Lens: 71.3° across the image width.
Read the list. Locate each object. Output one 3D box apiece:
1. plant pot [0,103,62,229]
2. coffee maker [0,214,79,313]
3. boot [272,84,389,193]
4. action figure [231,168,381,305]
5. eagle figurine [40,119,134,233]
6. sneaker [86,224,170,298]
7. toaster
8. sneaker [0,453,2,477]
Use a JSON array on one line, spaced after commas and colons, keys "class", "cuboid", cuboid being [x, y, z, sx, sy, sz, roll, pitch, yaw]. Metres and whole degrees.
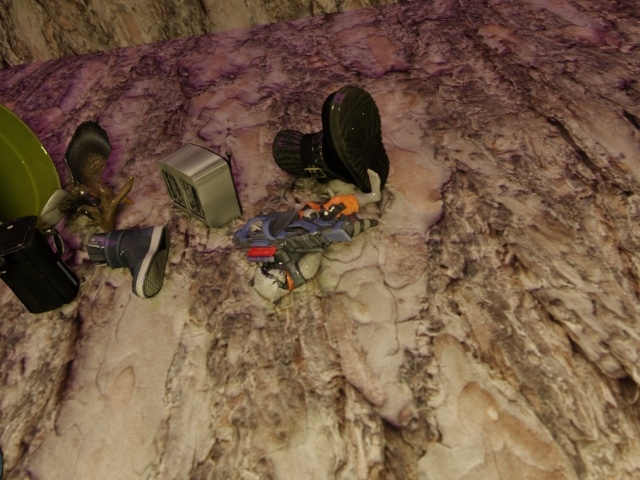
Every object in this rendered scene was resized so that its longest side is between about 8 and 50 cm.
[{"class": "plant pot", "cuboid": [-0.930, -0.129, 1.106, 0.353, 0.366, 0.366, -21, 43, 6]}, {"class": "coffee maker", "cuboid": [-0.602, 0.067, 0.921, 0.120, 0.178, 0.171, -3, 41, 12]}, {"class": "boot", "cuboid": [0.000, -0.226, 1.010, 0.260, 0.348, 0.131, 21, 73, 24]}, {"class": "action figure", "cuboid": [0.000, 0.000, 0.878, 0.330, 0.178, 0.341, -45, 28, -25]}, {"class": "eagle figurine", "cuboid": [-0.587, -0.136, 1.136, 0.226, 0.225, 0.298, -37, 59, -11]}, {"class": "sneaker", "cuboid": [-0.424, 0.049, 0.960, 0.164, 0.086, 0.226, -4, 33, -8]}, {"class": "toaster", "cuboid": [-0.285, -0.136, 1.068, 0.168, 0.185, 0.110, 26, 50, 32]}, {"class": "sneaker", "cuboid": [-0.531, 0.359, 0.672, 0.067, 0.078, 0.188, -32, 46, -21]}]
